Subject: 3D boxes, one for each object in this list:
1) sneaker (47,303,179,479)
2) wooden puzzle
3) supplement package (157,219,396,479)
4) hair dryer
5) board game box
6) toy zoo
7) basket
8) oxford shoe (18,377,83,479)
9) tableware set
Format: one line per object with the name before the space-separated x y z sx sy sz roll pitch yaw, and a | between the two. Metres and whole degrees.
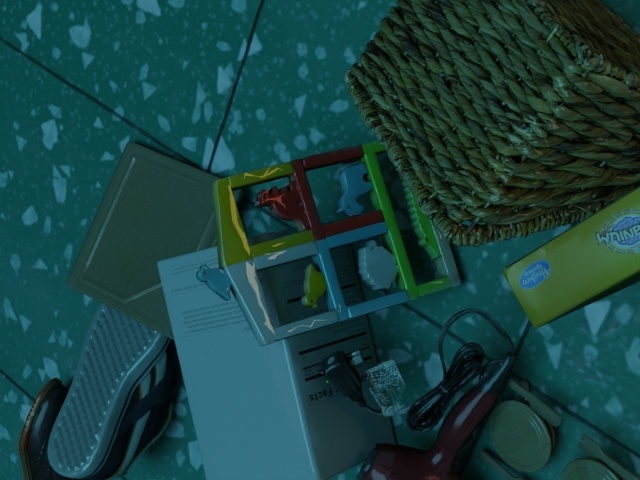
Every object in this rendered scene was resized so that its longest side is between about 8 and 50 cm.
sneaker | -0.265 0.184 1.678 0.126 0.127 0.321 24 86 32
wooden puzzle | -0.224 -0.002 1.624 0.239 0.044 0.221 23 88 36
supplement package | -0.052 0.140 1.465 0.178 0.175 0.292 -13 89 36
hair dryer | 0.138 0.236 1.348 0.224 0.080 0.293 -17 105 26
board game box | 0.353 -0.037 1.095 0.316 0.242 0.064 -35 77 36
toy zoo | 0.000 0.000 1.353 0.030 0.293 0.192 152 102 -71
basket | 0.198 -0.141 1.189 0.223 0.213 0.299 -56 40 24
oxford shoe | -0.399 0.338 1.825 0.098 0.097 0.271 15 111 14
tableware set | 0.270 0.245 1.330 0.194 0.039 0.128 39 130 32
